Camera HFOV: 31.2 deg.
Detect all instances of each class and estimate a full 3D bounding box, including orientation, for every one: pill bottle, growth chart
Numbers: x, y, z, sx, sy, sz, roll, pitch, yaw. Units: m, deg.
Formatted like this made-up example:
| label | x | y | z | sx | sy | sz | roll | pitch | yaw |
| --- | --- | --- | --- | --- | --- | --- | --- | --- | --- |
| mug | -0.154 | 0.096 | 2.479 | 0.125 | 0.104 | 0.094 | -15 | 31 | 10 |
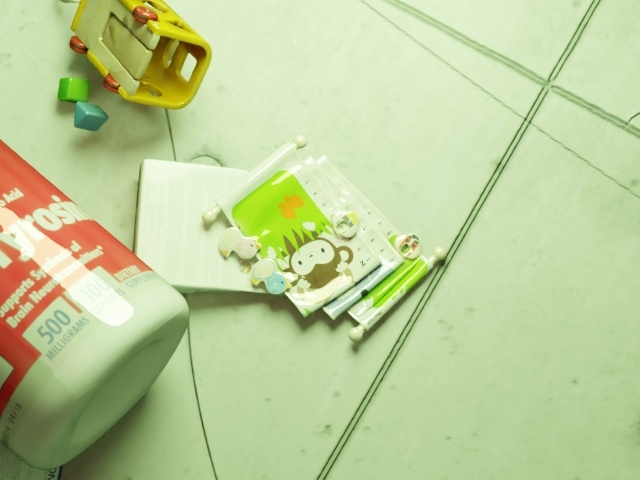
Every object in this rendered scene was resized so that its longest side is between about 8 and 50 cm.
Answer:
| label | x | y | z | sx | sy | sz | roll | pitch | yaw |
| --- | --- | --- | --- | --- | --- | --- | --- | --- | --- |
| pill bottle | -0.354 | 0.024 | 1.184 | 0.408 | 0.229 | 0.229 | 39 | 81 | 10 |
| growth chart | 0.000 | 0.000 | 1.281 | 0.237 | 0.021 | 0.172 | 41 | 79 | 0 |

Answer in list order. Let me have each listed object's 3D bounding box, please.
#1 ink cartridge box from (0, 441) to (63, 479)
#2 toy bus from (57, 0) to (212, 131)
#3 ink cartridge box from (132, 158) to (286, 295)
| label | x | y | z | sx | sy | sz | roll | pitch | yaw |
| --- | --- | --- | --- | --- | --- | --- | --- | --- | --- |
| ink cartridge box | -0.370 | 0.292 | 1.159 | 0.045 | 0.224 | 0.223 | -1 | 74 | 35 |
| toy bus | -0.207 | -0.231 | 1.304 | 0.104 | 0.191 | 0.202 | 8 | 74 | -42 |
| ink cartridge box | -0.120 | -0.012 | 1.299 | 0.179 | 0.045 | 0.145 | 7 | 76 | -17 |
